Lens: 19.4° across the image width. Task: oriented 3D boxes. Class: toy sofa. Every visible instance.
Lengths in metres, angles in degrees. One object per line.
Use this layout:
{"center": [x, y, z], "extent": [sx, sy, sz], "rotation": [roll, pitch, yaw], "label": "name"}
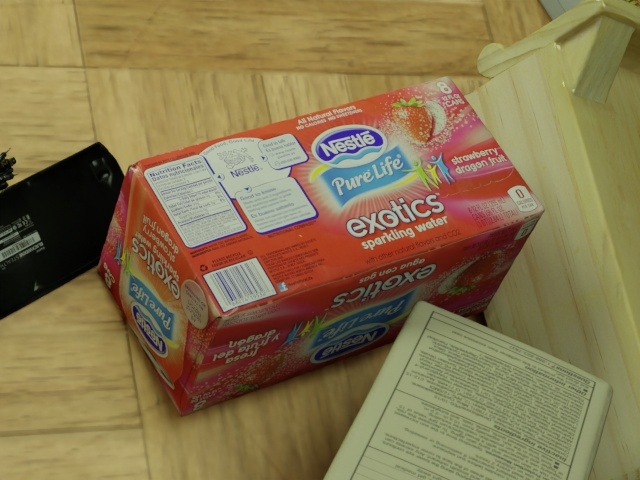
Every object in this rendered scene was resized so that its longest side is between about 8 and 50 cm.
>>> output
{"center": [0.216, 0.025, 1.326], "extent": [0.150, 0.177, 0.362], "rotation": [12, 56, -44], "label": "toy sofa"}

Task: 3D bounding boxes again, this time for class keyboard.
{"center": [-0.209, -0.006, 1.215], "extent": [0.192, 0.038, 0.100], "rotation": [-30, 102, -34], "label": "keyboard"}

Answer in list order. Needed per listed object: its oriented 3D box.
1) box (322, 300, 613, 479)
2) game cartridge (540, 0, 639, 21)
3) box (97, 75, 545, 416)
{"center": [0.066, 0.172, 1.089], "extent": [0.148, 0.121, 0.311], "rotation": [25, 28, 6], "label": "box"}
{"center": [0.284, -0.191, 1.508], "extent": [0.196, 0.060, 0.294], "rotation": [-32, 80, -29], "label": "game cartridge"}
{"center": [0.000, 0.000, 1.231], "extent": [0.257, 0.122, 0.128], "rotation": [-18, 62, -30], "label": "box"}
